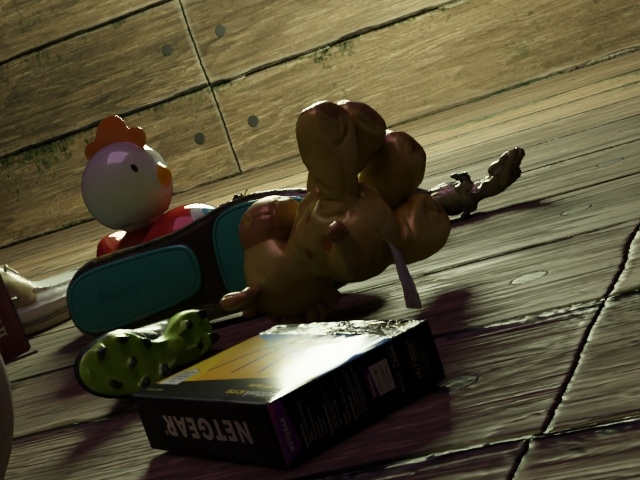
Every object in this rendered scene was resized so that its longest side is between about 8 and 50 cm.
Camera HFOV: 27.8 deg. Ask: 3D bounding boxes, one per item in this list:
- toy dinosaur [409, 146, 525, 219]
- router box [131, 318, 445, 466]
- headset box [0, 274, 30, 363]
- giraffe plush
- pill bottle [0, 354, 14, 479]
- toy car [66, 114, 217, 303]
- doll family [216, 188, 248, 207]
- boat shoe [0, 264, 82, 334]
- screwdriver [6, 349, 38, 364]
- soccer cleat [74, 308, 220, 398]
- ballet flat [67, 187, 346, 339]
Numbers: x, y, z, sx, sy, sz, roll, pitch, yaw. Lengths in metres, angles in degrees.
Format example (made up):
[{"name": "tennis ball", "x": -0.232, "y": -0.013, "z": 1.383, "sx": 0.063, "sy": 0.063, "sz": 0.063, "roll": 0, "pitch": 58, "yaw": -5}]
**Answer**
[{"name": "toy dinosaur", "x": 0.105, "y": -0.036, "z": 1.463, "sx": 0.268, "sy": 0.064, "sz": 0.118, "roll": -17, "pitch": 1, "yaw": 30}, {"name": "router box", "x": -0.024, "y": 0.097, "z": 0.855, "sx": 0.133, "sy": 0.046, "sz": 0.179, "roll": -24, "pitch": 9, "yaw": -34}, {"name": "headset box", "x": -0.477, "y": 0.119, "z": 1.395, "sx": 0.218, "sy": 0.110, "sz": 0.293, "roll": 0, "pitch": 24, "yaw": 47}, {"name": "giraffe plush", "x": 0.000, "y": 0.000, "z": 1.146, "sx": 0.170, "sy": 0.210, "sz": 0.181, "roll": -30, "pitch": -42, "yaw": 33}, {"name": "pill bottle", "x": -0.364, "y": 0.119, "z": 0.905, "sx": 0.210, "sy": 0.210, "sz": 0.363, "roll": -23, "pitch": 9, "yaw": -29}, {"name": "toy car", "x": -0.211, "y": -0.044, "z": 1.593, "sx": 0.210, "sy": 0.238, "sz": 0.219, "roll": -14, "pitch": 9, "yaw": 33}, {"name": "doll family", "x": -0.134, "y": -0.031, "z": 1.921, "sx": 0.193, "sy": 0.076, "sz": 0.111, "roll": -29, "pitch": -7, "yaw": -32}, {"name": "boat shoe", "x": -0.429, "y": 0.083, "z": 1.728, "sx": 0.302, "sy": 0.103, "sz": 0.113, "roll": -26, "pitch": 10, "yaw": -42}, {"name": "screwdriver", "x": -0.397, "y": 0.156, "z": 1.449, "sx": 0.169, "sy": 0.024, "sz": 0.025, "roll": -20, "pitch": -22, "yaw": -26}, {"name": "soccer cleat", "x": -0.160, "y": 0.104, "z": 1.127, "sx": 0.072, "sy": 0.060, "sz": 0.179, "roll": -25, "pitch": -3, "yaw": 31}, {"name": "ballet flat", "x": -0.094, "y": 0.026, "z": 1.327, "sx": 0.348, "sy": 0.123, "sz": 0.123, "roll": -16, "pitch": 8, "yaw": 20}]
